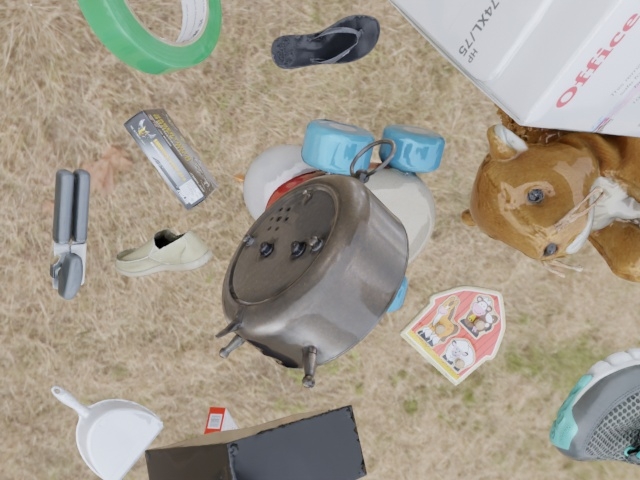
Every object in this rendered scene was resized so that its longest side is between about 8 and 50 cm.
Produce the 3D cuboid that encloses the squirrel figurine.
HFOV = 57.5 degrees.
[{"bbox_3d":[0.374,-0.123,0.835,0.371,0.397,0.281,-11,148,-5],"label":"squirrel figurine"}]

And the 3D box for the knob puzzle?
[{"bbox_3d":[0.282,0.171,1.137,0.213,0.030,0.213,-2,104,-6],"label":"knob puzzle"}]

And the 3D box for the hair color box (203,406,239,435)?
[{"bbox_3d":[-0.235,0.458,1.396,0.043,0.072,0.141,0,142,9],"label":"hair color box"}]

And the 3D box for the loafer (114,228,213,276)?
[{"bbox_3d":[-0.378,0.022,1.375,0.269,0.102,0.092,-7,111,23],"label":"loafer"}]

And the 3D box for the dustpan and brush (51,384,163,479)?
[{"bbox_3d":[-0.424,0.345,1.110,0.147,0.060,0.211,-51,123,-23],"label":"dustpan and brush"}]

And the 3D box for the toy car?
[{"bbox_3d":[-0.003,-0.053,0.717,0.210,0.238,0.219,-6,118,-36],"label":"toy car"}]

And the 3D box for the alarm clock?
[{"bbox_3d":[0.000,0.000,0.398,0.064,0.129,0.192,45,64,-29],"label":"alarm clock"}]

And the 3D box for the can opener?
[{"bbox_3d":[-0.533,-0.014,1.263,0.074,0.093,0.280,-9,111,-51],"label":"can opener"}]

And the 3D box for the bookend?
[{"bbox_3d":[-0.067,0.225,0.590,0.156,0.157,0.072,-1,74,-45],"label":"bookend"}]

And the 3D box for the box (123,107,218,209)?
[{"bbox_3d":[-0.334,-0.191,1.337,0.056,0.183,0.231,-33,102,8],"label":"box"}]

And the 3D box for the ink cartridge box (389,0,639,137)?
[{"bbox_3d":[0.236,-0.223,0.486,0.270,0.197,0.198,-5,140,-41],"label":"ink cartridge box"}]

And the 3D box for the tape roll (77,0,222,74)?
[{"bbox_3d":[-0.336,-0.501,1.168,0.321,0.077,0.321,9,79,-54],"label":"tape roll"}]

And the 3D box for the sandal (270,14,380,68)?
[{"bbox_3d":[0.018,-0.432,1.297,0.255,0.054,0.097,-18,114,-6],"label":"sandal"}]

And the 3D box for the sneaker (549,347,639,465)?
[{"bbox_3d":[0.203,0.102,0.317,0.167,0.076,0.065,0,116,-23],"label":"sneaker"}]
